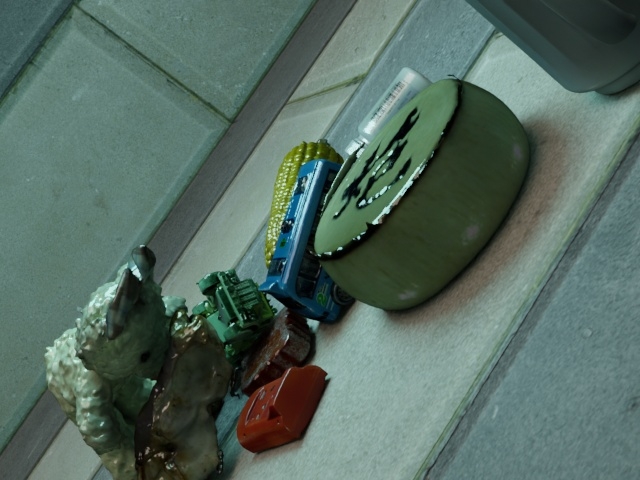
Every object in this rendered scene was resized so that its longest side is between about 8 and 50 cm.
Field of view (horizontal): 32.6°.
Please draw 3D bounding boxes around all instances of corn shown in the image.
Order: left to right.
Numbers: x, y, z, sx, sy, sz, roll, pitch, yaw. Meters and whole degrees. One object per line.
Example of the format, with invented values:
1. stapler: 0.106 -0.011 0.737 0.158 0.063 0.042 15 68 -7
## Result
1. corn: -0.026 -0.054 2.017 0.144 0.144 0.387 -44 21 32

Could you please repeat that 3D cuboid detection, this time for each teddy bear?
1. teddy bear: -0.293 0.215 1.863 0.362 0.375 0.327 -26 26 39

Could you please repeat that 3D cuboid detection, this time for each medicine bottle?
1. medicine bottle: 0.133 -0.204 1.929 0.187 0.103 0.103 -53 16 3

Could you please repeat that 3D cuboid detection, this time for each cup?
1. cup: 0.294 -0.336 1.327 0.237 0.327 0.323 -45 17 26

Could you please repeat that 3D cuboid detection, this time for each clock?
1. clock: -0.065 0.246 1.627 0.155 0.061 0.113 -35 24 54

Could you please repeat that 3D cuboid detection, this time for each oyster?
1. oyster: -0.214 0.281 1.741 0.198 0.133 0.337 30 108 55

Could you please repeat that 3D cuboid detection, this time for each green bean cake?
1. green bean cake: -0.071 0.186 1.775 0.135 0.056 0.136 -52 16 16

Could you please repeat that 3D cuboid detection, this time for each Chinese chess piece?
1. Chinese chess piece: 0.136 -0.069 1.556 0.349 0.146 0.349 -48 16 19

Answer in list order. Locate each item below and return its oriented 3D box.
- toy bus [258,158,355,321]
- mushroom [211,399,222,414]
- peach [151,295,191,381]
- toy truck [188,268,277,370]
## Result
1. toy bus: 0.000 0.000 1.753 0.113 0.134 0.246 -6 65 69
2. mushroom: -0.203 0.259 2.009 0.060 0.061 0.187 -53 11 21
3. peach: -0.373 0.220 2.273 0.252 0.252 0.252 -48 16 19
4. toy truck: -0.140 0.131 1.895 0.135 0.128 0.259 -23 -19 -16
